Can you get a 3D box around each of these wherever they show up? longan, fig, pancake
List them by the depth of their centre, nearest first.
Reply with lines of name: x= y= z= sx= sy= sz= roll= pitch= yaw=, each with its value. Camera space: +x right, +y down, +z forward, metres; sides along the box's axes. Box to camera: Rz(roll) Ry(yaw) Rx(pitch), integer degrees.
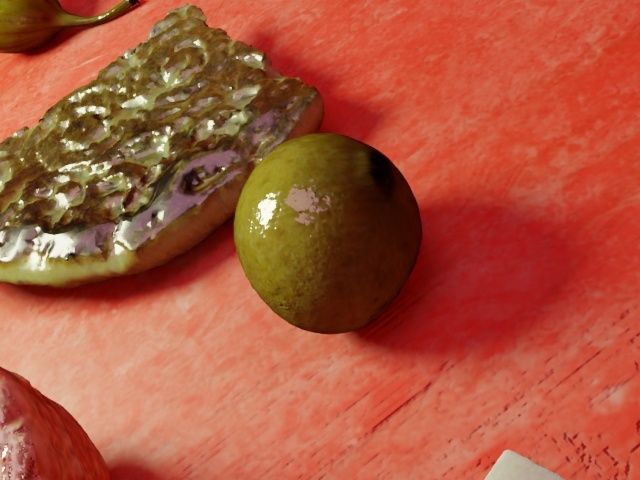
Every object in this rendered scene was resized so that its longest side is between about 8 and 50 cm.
longan: x=0.000 y=0.000 z=0.725 sx=0.145 sy=0.176 sz=0.154 roll=29 pitch=38 yaw=-1
pancake: x=-0.212 y=-0.076 z=0.929 sx=0.427 sy=0.067 sz=0.304 roll=-31 pitch=49 yaw=1
fig: x=-0.348 y=-0.298 z=1.193 sx=0.236 sy=0.124 sz=0.124 roll=5 pitch=53 yaw=3

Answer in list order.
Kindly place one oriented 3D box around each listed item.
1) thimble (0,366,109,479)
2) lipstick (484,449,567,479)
thimble: x=-0.269 y=0.196 z=0.650 sx=0.239 sy=0.162 sz=0.239 roll=-3 pitch=66 yaw=6
lipstick: x=0.048 y=0.268 z=0.517 sx=0.068 sy=0.066 sz=0.317 roll=25 pitch=69 yaw=41
